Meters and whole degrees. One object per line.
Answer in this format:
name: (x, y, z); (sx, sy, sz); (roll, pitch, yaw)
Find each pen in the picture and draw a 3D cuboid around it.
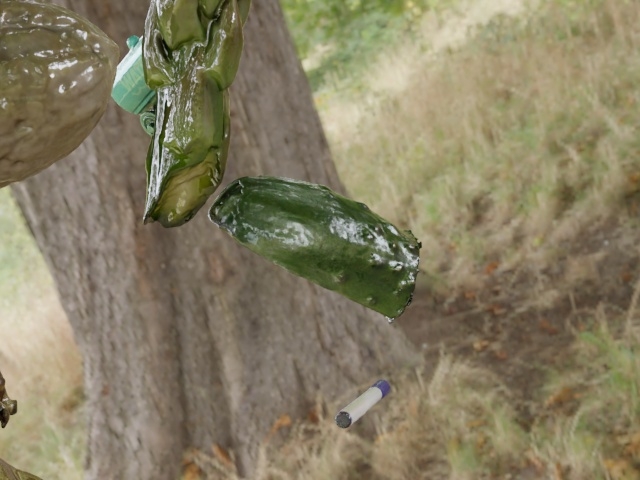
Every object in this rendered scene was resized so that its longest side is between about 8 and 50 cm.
pen: (0.077, 0.286, 1.897); (0.033, 0.033, 0.269); (-10, 1, 18)

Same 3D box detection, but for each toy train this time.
toy train: (-0.248, -0.265, 1.721); (0.248, 0.159, 0.101); (-31, 17, 51)

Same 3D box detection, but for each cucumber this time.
cucumber: (0.002, -0.002, 1.588); (0.145, 0.325, 0.105); (-63, 19, 7)

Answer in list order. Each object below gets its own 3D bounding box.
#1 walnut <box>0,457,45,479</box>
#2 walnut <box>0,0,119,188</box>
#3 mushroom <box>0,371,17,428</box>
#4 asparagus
walnut: (-0.244, 0.227, 0.506); (0.333, 0.332, 0.333); (-15, 25, 7)
walnut: (-0.281, -0.127, 0.917); (0.231, 0.178, 0.178); (-22, 25, -13)
mushroom: (-0.396, 0.229, 0.972); (0.267, 0.267, 0.254); (-4, 66, 28)
asparagus: (-0.087, -0.146, 0.754); (0.080, 0.287, 0.080); (1, 9, 0)
